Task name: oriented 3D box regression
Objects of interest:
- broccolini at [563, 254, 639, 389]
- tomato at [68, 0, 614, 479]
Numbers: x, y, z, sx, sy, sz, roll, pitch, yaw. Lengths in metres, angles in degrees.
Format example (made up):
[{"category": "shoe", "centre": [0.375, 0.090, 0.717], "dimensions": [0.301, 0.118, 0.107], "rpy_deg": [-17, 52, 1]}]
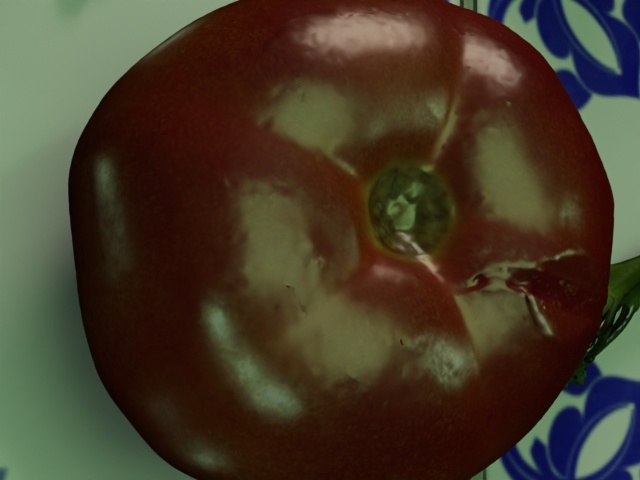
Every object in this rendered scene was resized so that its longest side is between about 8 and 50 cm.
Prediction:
[{"category": "broccolini", "centre": [0.237, 0.044, 1.004], "dimensions": [0.392, 0.074, 0.079], "rpy_deg": [-18, 47, -30]}, {"category": "tomato", "centre": [0.000, 0.000, 0.791], "dimensions": [0.298, 0.226, 0.299], "rpy_deg": [3, 81, -19]}]
